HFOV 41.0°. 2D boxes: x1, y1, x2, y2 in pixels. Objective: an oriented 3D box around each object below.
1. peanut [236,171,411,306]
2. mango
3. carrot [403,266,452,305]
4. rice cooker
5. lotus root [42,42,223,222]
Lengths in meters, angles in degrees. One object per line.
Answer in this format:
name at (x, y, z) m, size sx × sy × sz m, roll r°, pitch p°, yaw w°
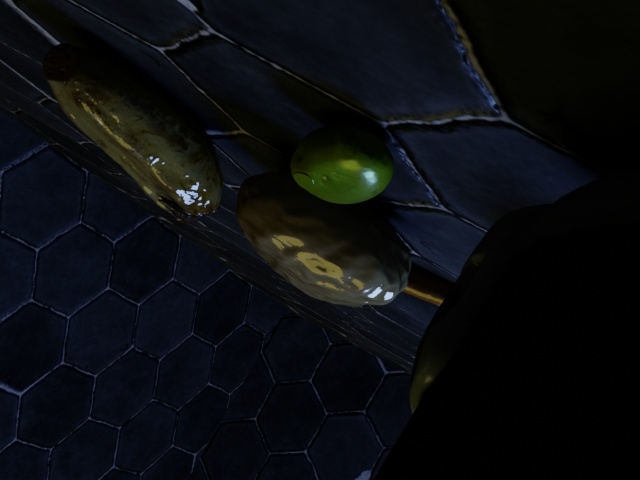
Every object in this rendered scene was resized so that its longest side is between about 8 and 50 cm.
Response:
peanut at (0.000, 0.000, 0.913) m, size 0.196 × 0.110 × 0.233 m, roll 30°, pitch 170°, yaw -1°
mango at (0.019, -0.060, 0.669) m, size 0.073 × 0.056 × 0.108 m, roll 26°, pitch 170°, yaw -12°
carrot at (0.143, 0.061, 1.055) m, size 0.190 × 0.037 × 0.037 m, roll 23°, pitch 170°, yaw 20°
rice cooker at (0.185, 0.147, 0.411) m, size 0.335 × 0.325 × 0.335 m, roll 29°, pitch 157°, yaw 14°
lotus root at (-0.188, -0.117, 0.931) m, size 0.110 × 0.097 × 0.258 m, roll 12°, pitch 154°, yaw 43°
